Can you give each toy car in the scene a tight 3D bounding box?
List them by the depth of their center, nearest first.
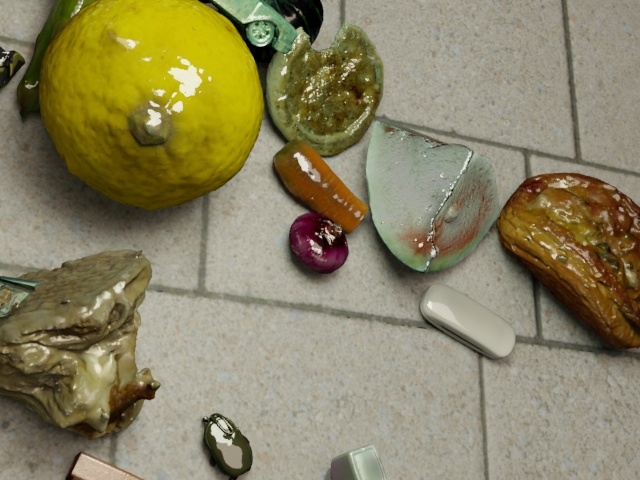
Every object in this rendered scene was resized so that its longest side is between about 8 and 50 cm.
[{"bbox_3d":[-0.172,-0.422,1.737,0.321,0.141,0.097,35,94,-23],"label":"toy car"}]

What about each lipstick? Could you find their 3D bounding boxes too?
[{"bbox_3d":[-0.302,0.364,1.593,0.145,0.045,0.045,28,59,-11],"label":"lipstick"}]

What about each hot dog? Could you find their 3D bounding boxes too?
[{"bbox_3d":[0.515,0.035,2.024,0.387,0.174,0.267,42,54,-3],"label":"hot dog"}]

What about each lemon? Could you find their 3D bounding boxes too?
[{"bbox_3d":[-0.258,-0.214,1.657,0.350,0.387,0.349,-5,111,-13],"label":"lemon"}]

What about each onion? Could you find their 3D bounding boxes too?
[{"bbox_3d":[0.000,0.000,1.845,0.115,0.104,0.115,23,49,-28],"label":"onion"}]

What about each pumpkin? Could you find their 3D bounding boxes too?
[{"bbox_3d":[-0.092,-0.404,1.937,0.194,0.150,0.194,7,69,-19],"label":"pumpkin"}]

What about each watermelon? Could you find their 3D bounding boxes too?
[{"bbox_3d":[0.236,-0.078,1.922,0.289,0.214,0.320,15,51,-32],"label":"watermelon"}]

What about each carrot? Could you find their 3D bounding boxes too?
[{"bbox_3d":[-0.002,-0.092,1.894,0.193,0.087,0.087,47,59,-5],"label":"carrot"}]

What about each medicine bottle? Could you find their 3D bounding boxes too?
[{"bbox_3d":[0.053,0.374,1.709,0.055,0.118,0.074,-15,76,-29],"label":"medicine bottle"}]

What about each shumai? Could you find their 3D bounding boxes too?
[{"bbox_3d":[-0.374,0.180,1.582,0.314,0.267,0.262,-14,107,-1],"label":"shumai"}]

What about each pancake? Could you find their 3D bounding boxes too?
[{"bbox_3d":[0.015,-0.269,1.925,0.254,0.037,0.253,-12,112,-30],"label":"pancake"}]

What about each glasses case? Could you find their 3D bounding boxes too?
[{"bbox_3d":[0.267,0.146,1.938,0.193,0.049,0.074,30,61,-10],"label":"glasses case"}]

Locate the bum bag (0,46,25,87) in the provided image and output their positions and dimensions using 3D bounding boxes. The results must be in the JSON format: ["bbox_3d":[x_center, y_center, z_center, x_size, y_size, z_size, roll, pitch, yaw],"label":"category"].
[{"bbox_3d":[-0.595,-0.325,1.727,0.232,0.060,0.106,35,54,-1],"label":"bum bag"}]

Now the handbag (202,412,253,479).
[{"bbox_3d":[-0.146,0.319,1.681,0.072,0.047,0.111,-31,84,-26],"label":"handbag"}]

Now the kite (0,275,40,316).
[{"bbox_3d":[-0.554,0.151,1.479,0.406,0.014,0.368,-33,46,4],"label":"kite"}]

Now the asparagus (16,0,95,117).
[{"bbox_3d":[-0.416,-0.357,1.769,0.082,0.085,0.343,22,91,-21],"label":"asparagus"}]

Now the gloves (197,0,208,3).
[{"bbox_3d":[-0.199,-0.544,1.965,0.107,0.135,0.268,9,51,4],"label":"gloves"}]
